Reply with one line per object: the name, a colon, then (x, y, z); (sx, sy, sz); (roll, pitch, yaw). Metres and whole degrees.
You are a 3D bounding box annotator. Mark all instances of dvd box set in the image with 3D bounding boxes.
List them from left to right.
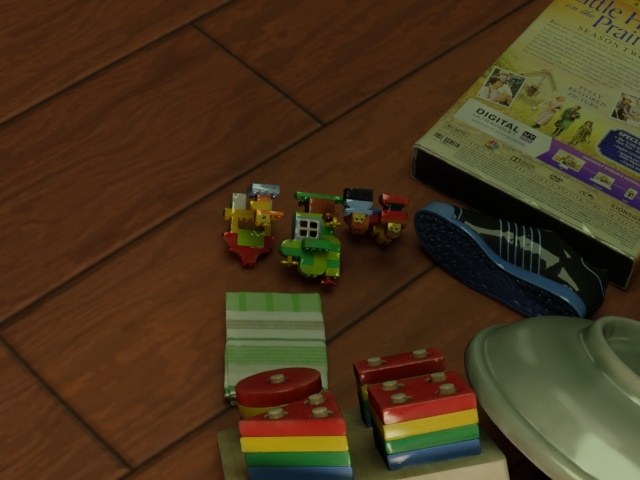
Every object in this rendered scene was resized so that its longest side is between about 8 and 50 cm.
dvd box set: (0.349, -0.150, 2.096); (0.308, 0.062, 0.420); (29, 52, 19)

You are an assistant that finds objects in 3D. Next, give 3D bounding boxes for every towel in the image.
towel: (-0.050, 0.118, 1.845); (0.113, 0.023, 0.152); (3, 46, -6)

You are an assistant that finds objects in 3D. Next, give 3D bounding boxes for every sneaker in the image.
sneaker: (0.220, 0.016, 1.927); (0.232, 0.081, 0.090); (34, 50, 14)

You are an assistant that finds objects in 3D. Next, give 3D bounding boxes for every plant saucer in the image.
plant saucer: (0.336, 0.172, 1.645); (0.401, 0.100, 0.400); (26, 18, -9)

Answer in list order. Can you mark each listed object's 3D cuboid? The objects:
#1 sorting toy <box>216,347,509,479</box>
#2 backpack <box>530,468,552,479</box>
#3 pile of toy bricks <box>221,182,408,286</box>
sorting toy: (0.027, 0.179, 1.637); (0.256, 0.089, 0.257); (-10, 11, -5)
backpack: (0.297, 0.277, 1.672); (0.182, 0.115, 0.152); (33, 50, 17)
pile of toy bricks: (0.000, 0.000, 1.912); (0.212, 0.118, 0.105); (5, 80, -13)
